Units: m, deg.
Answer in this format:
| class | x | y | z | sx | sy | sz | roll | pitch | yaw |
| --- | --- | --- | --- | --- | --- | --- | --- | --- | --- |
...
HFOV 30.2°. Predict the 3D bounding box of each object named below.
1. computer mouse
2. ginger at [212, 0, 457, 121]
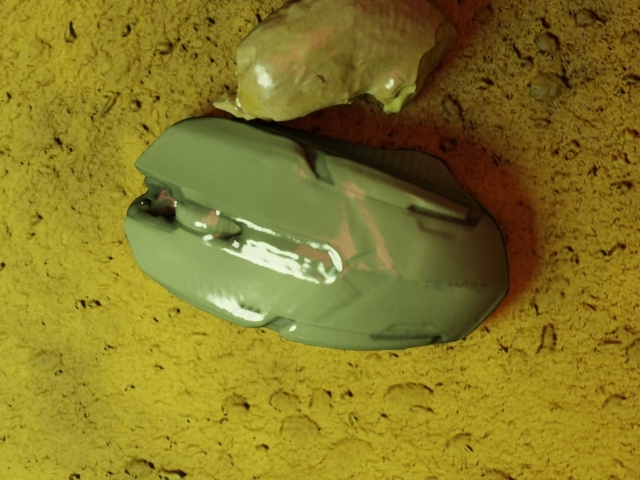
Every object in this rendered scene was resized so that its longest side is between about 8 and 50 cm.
| class | x | y | z | sx | sy | sz | roll | pitch | yaw |
| --- | --- | --- | --- | --- | --- | --- | --- | --- | --- |
| computer mouse | -0.003 | 0.000 | 1.270 | 0.429 | 0.145 | 0.228 | 15 | 102 | 2 |
| ginger | 0.014 | -0.196 | 1.241 | 0.267 | 0.138 | 0.152 | -8 | 103 | 1 |
